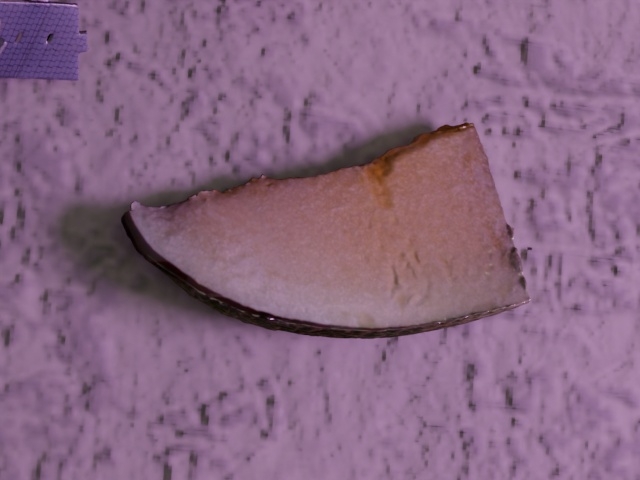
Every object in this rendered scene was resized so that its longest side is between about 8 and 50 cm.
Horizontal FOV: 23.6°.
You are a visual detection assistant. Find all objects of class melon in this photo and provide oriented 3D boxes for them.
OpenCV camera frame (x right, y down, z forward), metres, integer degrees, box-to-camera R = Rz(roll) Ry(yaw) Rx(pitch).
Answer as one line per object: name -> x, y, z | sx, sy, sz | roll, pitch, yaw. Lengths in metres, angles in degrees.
melon -> 0.004, 0.007, 0.721 | 0.182, 0.054, 0.098 | -15, 83, -18

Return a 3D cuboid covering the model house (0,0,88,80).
model house -> -0.169, -0.112, 0.661 | 0.167, 0.117, 0.088 | -5, 122, -38
